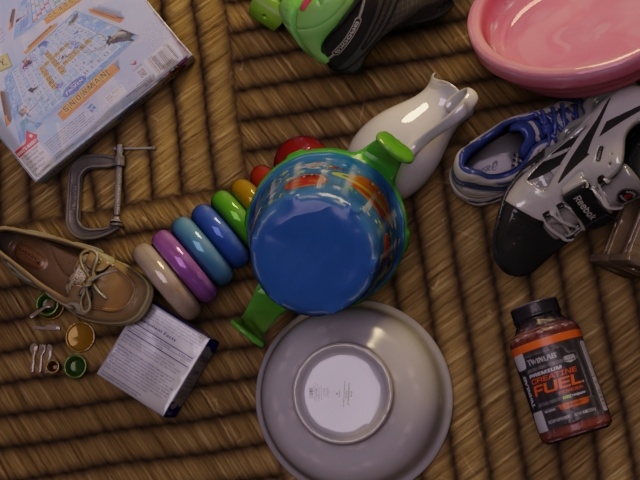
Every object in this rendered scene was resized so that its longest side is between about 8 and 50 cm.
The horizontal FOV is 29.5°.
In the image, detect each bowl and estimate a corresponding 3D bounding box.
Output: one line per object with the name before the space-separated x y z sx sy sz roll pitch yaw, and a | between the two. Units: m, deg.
bowl | 0.040 0.222 1.748 0.298 0.134 0.297 -1 79 8

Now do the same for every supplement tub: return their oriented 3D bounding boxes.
supplement tub | 0.332 0.183 1.724 0.106 0.106 0.197 -19 77 5

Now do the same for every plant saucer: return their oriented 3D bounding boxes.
plant saucer | 0.382 -0.317 1.754 0.332 0.084 0.332 -13 44 13

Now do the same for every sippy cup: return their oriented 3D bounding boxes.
sippy cup | 0.000 0.000 1.654 0.240 0.224 0.305 3 101 5

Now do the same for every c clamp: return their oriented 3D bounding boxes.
c clamp | -0.337 -0.078 1.916 0.137 0.022 0.160 5 80 9

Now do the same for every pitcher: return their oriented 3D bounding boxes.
pitcher | 0.137 -0.149 1.779 0.207 0.178 0.125 -45 99 -2

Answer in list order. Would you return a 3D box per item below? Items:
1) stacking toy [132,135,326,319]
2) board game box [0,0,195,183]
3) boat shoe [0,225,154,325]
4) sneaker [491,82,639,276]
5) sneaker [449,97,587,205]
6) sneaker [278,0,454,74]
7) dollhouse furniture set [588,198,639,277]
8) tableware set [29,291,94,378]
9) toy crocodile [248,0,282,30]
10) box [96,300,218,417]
stacking toy | -0.115 -0.032 1.828 0.330 0.141 0.141 -39 77 -6
board game box | -0.419 -0.310 1.916 0.319 0.066 0.318 -39 90 0
boat shoe | -0.381 0.051 1.833 0.285 0.089 0.104 17 76 26
sneaker | 0.370 -0.076 1.690 0.330 0.122 0.146 -54 36 5
sneaker | 0.327 -0.144 1.772 0.297 0.131 0.111 -30 75 1
sneaker | 0.136 -0.442 1.842 0.483 0.202 0.185 -44 44 -11
dollhouse furniture set | 0.507 0.008 1.736 0.184 0.129 0.129 24 83 -12
tableware set | -0.401 0.135 1.886 0.104 0.024 0.154 3 80 9
toy crocodile | -0.018 -0.489 1.907 0.115 0.105 0.340 20 80 -5
box | -0.242 0.176 1.830 0.126 0.072 0.137 30 86 13
